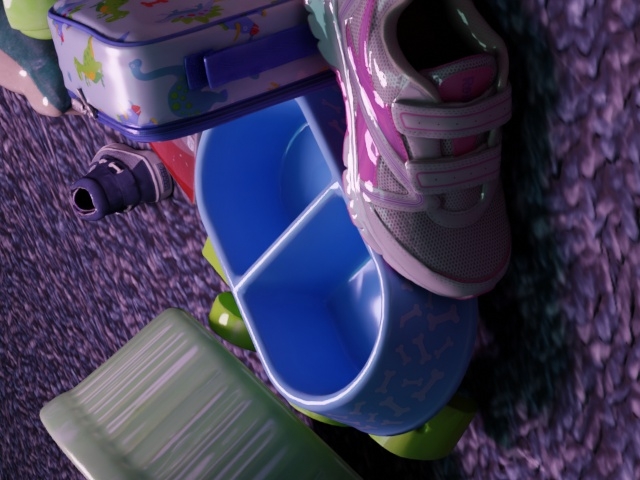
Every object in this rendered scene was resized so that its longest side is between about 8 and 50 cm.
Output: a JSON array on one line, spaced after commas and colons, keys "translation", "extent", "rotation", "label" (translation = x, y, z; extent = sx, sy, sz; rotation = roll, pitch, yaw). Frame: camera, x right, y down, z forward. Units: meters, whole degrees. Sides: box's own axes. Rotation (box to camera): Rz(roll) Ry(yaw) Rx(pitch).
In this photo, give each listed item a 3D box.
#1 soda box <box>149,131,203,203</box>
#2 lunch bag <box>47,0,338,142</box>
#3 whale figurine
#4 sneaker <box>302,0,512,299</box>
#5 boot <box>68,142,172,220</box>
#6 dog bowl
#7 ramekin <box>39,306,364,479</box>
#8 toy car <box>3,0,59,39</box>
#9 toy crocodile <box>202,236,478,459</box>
[{"translation": [-0.133, -0.154, 1.547], "extent": [0.263, 0.083, 0.092], "rotation": [52, 151, 35], "label": "soda box"}, {"translation": [-0.066, -0.143, 1.235], "extent": [0.176, 0.219, 0.090], "rotation": [29, 136, 56], "label": "lunch bag"}, {"translation": [-0.326, -0.246, 1.848], "extent": [0.272, 0.141, 0.216], "rotation": [45, -166, 9], "label": "whale figurine"}, {"translation": [0.069, -0.079, 1.142], "extent": [0.111, 0.103, 0.252], "rotation": [5, 117, 63], "label": "sneaker"}, {"translation": [-0.224, -0.057, 1.826], "extent": [0.190, 0.086, 0.069], "rotation": [-3, 107, 66], "label": "boot"}, {"translation": [0.000, 0.000, 1.280], "extent": [0.166, 0.074, 0.297], "rotation": [-46, 53, 33], "label": "dog bowl"}, {"translation": [-0.076, 0.195, 1.501], "extent": [0.303, 0.148, 0.303], "rotation": [43, 175, 5], "label": "ramekin"}, {"translation": [-0.245, -0.239, 1.470], "extent": [0.225, 0.239, 0.053], "rotation": [77, -171, -51], "label": "toy car"}, {"translation": [0.003, 0.056, 1.415], "extent": [0.340, 0.105, 0.115], "rotation": [39, 113, 52], "label": "toy crocodile"}]
